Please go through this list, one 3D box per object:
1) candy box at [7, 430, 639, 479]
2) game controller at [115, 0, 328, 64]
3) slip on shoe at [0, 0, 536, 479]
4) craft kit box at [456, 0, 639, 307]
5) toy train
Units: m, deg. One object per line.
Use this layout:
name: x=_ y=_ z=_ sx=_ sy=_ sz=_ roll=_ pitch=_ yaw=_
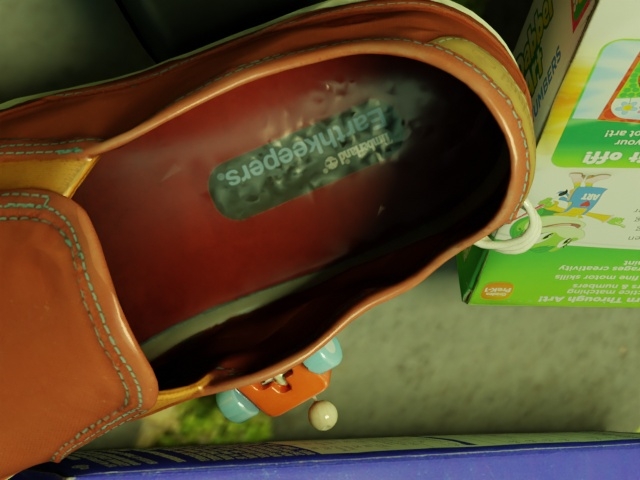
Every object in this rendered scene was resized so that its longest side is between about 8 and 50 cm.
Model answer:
candy box: x=0.029 y=0.217 z=0.619 sx=0.317 sy=0.122 sz=0.268 roll=2 pitch=87 yaw=-25
game controller: x=-0.012 y=-0.153 z=0.431 sx=0.166 sy=0.067 sz=0.319 roll=-27 pitch=155 yaw=-1
slip on shoe: x=-0.083 y=0.014 z=0.460 sx=0.331 sy=0.101 sz=0.123 roll=-23 pitch=102 yaw=-2
craft kit box: x=0.196 y=-0.054 z=0.549 sx=0.250 sy=0.061 sz=0.246 roll=1 pitch=145 yaw=-9
toy train: x=0.000 y=0.000 z=0.580 sx=0.125 sy=0.046 sz=0.166 roll=41 pitch=121 yaw=-20
